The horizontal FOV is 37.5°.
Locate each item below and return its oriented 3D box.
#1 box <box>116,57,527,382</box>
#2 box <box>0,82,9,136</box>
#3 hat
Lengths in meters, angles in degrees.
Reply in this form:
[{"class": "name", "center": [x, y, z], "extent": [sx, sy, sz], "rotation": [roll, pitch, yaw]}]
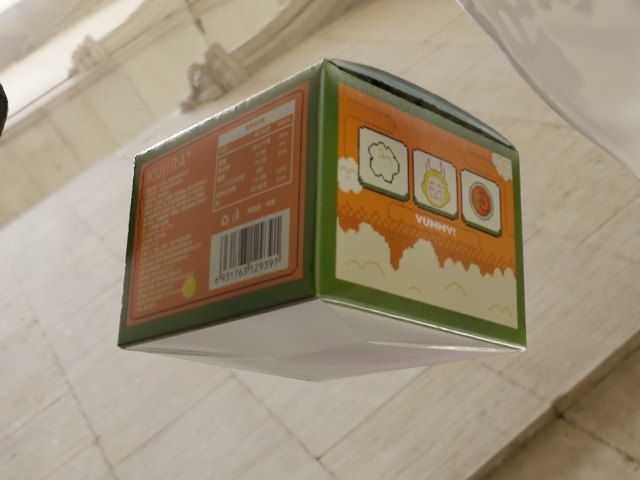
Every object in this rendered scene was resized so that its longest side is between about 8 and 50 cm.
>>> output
[{"class": "box", "center": [0.000, 0.000, 0.603], "extent": [0.177, 0.148, 0.194], "rotation": [16, -23, -39]}, {"class": "box", "center": [-0.401, -0.113, 0.850], "extent": [0.212, 0.201, 0.042], "rotation": [28, -37, -25]}, {"class": "hat", "center": [0.166, -0.116, 0.447], "extent": [0.203, 0.126, 0.203], "rotation": [33, 26, -18]}]
